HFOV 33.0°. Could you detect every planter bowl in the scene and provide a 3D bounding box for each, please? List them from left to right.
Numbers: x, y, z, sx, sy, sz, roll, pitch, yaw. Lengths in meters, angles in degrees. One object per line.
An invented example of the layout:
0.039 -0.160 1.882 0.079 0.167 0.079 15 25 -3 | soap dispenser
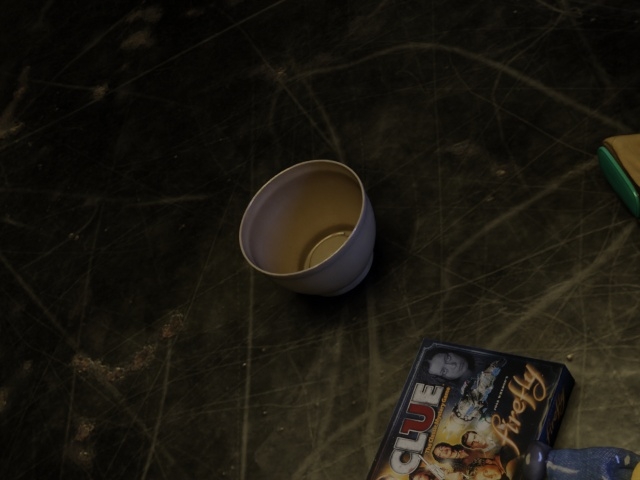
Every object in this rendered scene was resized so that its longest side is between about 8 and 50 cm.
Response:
0.000 0.000 1.289 0.162 0.109 0.162 -16 50 21 | planter bowl

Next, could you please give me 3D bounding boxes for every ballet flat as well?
0.361 -0.032 1.126 0.073 0.080 0.232 -15 50 1 | ballet flat

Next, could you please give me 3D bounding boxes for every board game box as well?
0.138 0.224 1.086 0.165 0.042 0.243 7 61 35 | board game box

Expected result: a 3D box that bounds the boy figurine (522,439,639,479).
0.315 0.234 0.933 0.285 0.092 0.177 2 74 30 | boy figurine
